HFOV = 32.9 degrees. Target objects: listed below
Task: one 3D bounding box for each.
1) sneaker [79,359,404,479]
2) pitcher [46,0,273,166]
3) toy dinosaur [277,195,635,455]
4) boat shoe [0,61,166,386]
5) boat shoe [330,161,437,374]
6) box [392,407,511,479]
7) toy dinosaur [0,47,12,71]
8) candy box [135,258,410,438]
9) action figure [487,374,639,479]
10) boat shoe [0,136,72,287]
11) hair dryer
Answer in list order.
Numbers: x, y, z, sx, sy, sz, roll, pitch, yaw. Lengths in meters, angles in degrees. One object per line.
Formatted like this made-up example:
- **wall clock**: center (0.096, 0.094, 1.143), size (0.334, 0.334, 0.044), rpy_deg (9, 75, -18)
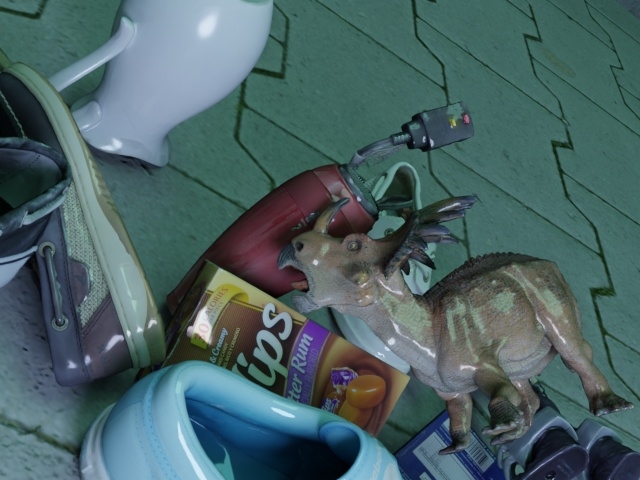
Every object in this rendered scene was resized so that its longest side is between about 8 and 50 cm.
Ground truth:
- **sneaker**: center (0.019, 0.200, 0.732), size (0.366, 0.150, 0.135), rpy_deg (28, 49, -14)
- **pitcher**: center (-0.149, -0.159, 0.940), size (0.178, 0.207, 0.125), rpy_deg (-9, 59, -52)
- **toy dinosaur**: center (0.131, 0.054, 0.847), size (0.296, 0.127, 0.200), rpy_deg (0, 69, -41)
- **boat shoe**: center (-0.207, -0.018, 0.811), size (0.092, 0.103, 0.285), rpy_deg (-21, 64, -22)
- **boat shoe**: center (0.071, 0.014, 1.098), size (0.098, 0.096, 0.277), rpy_deg (29, 34, -24)
- **box**: center (0.102, 0.238, 0.925), size (0.136, 0.036, 0.225), rpy_deg (50, 30, 11)
- **toy dinosaur**: center (-0.332, -0.196, 0.863), size (0.268, 0.064, 0.118), rpy_deg (49, 17, -19)
- **candy box**: center (-0.035, 0.107, 0.846), size (0.187, 0.109, 0.053), rpy_deg (31, -4, -19)
- **action figure**: center (0.181, 0.145, 1.038), size (0.185, 0.099, 0.285), rpy_deg (34, 11, -27)
- **boat shoe**: center (-0.233, -0.018, 0.605), size (0.113, 0.105, 0.306), rpy_deg (47, 15, 12)
- **hair dryer**: center (0.000, 0.000, 0.941), size (0.293, 0.223, 0.080), rpy_deg (-26, 74, -27)
